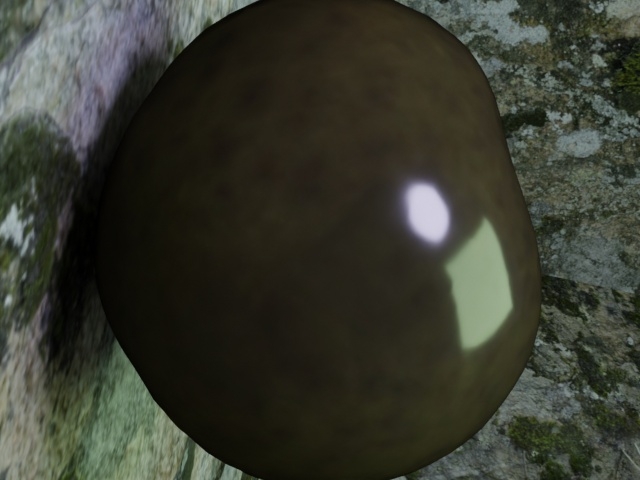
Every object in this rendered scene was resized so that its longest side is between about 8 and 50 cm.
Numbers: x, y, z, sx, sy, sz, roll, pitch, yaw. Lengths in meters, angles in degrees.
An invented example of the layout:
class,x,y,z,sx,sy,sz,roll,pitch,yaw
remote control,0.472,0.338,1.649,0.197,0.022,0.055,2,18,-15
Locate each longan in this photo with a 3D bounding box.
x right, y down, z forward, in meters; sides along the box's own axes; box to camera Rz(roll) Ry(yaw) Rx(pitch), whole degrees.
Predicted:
class,x,y,z,sx,sy,sz,roll,pitch,yaw
longan,0.000,0.000,0.702,0.319,0.318,0.319,12,90,-84
